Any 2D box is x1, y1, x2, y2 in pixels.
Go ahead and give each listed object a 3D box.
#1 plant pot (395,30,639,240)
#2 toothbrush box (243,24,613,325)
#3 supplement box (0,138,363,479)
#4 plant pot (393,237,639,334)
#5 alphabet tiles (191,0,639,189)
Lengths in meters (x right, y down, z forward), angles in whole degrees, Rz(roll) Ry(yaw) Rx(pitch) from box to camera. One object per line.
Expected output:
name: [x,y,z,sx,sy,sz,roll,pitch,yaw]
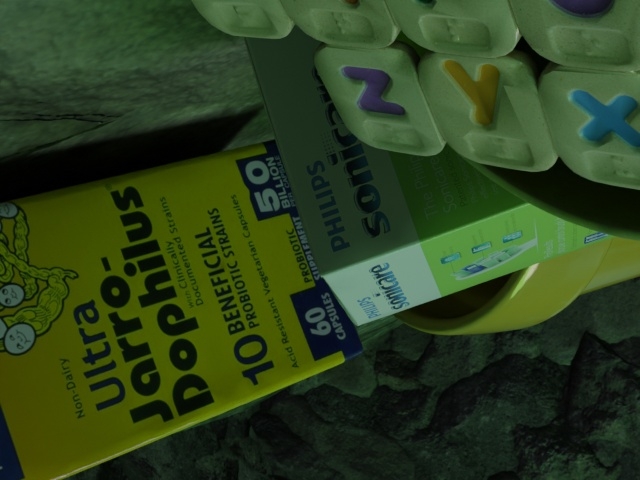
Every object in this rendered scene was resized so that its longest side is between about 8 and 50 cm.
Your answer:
plant pot: [0.191,-0.192,0.515,0.293,0.275,0.275,-40,177,-29]
toothbrush box: [0.113,-0.099,0.685,0.283,0.206,0.122,-20,159,4]
supplement box: [-0.178,0.068,0.877,0.356,0.194,0.195,-18,175,-39]
plant pot: [0.183,-0.052,0.932,0.239,0.254,0.254,1,154,-34]
alphabet tiles: [0.038,-0.124,0.414,0.021,0.284,0.278,-58,140,-25]
